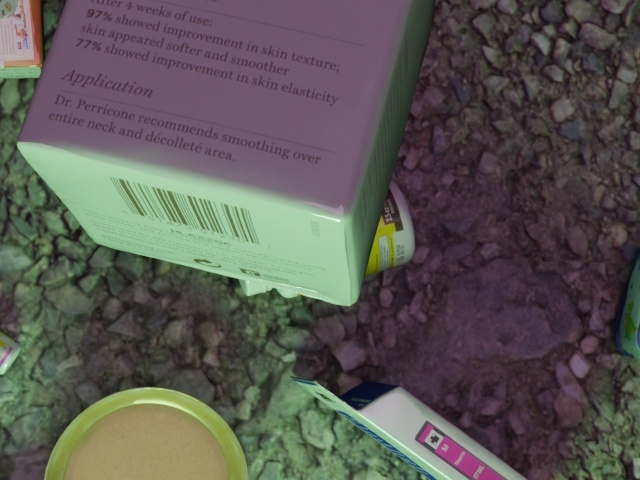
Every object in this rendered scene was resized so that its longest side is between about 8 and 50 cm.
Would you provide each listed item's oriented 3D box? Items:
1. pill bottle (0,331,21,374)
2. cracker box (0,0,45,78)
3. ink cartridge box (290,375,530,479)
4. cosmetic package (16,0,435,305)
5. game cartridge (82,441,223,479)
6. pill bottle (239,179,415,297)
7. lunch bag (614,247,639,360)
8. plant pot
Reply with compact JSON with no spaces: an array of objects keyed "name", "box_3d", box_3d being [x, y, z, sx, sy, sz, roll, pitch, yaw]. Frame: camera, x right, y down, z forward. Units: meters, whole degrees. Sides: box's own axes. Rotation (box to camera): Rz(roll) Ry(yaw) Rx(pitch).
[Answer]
[{"name":"pill bottle","box_3d":[-0.403,0.121,1.341,0.083,0.043,0.043,33,80,-6]},{"name":"cracker box","box_3d":[-0.454,-0.276,1.354,0.232,0.067,0.155,-2,85,-11]},{"name":"ink cartridge box","box_3d":[0.139,0.255,1.361,0.371,0.176,0.069,35,80,-6]},{"name":"cosmetic package","box_3d":[-0.070,-0.183,1.210,0.330,0.327,0.393,14,74,8]},{"name":"game cartridge","box_3d":[-0.246,0.374,1.345,0.297,0.062,0.198,-17,93,-11]},{"name":"pill bottle","box_3d":[0.000,0.000,1.387,0.215,0.117,0.117,-16,88,-11]},{"name":"lunch bag","box_3d":[0.512,0.095,1.487,0.219,0.090,0.176,15,84,-9]},{"name":"plant pot","box_3d":[-0.203,0.290,1.318,0.236,0.032,0.236,1,84,-11]}]
